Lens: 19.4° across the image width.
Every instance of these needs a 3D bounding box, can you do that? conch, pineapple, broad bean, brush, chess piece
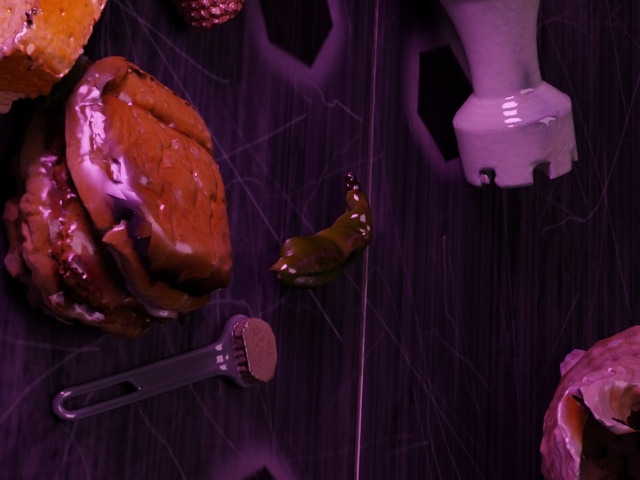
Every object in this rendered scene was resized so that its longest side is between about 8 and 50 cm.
[{"bbox_3d":[0.318,0.211,1.971,0.324,0.186,0.263,16,85,-40],"label":"conch"},{"bbox_3d":[-0.112,-0.234,1.542,0.124,0.058,0.058,61,38,-20],"label":"pineapple"},{"bbox_3d":[0.005,0.005,1.662,0.061,0.046,0.195,57,34,-13],"label":"broad bean"},{"bbox_3d":[-0.115,0.105,1.473,0.266,0.027,0.062,-14,94,-56],"label":"brush"},{"bbox_3d":[0.177,-0.208,1.869,0.194,0.194,0.299,-40,125,-53],"label":"chess piece"}]

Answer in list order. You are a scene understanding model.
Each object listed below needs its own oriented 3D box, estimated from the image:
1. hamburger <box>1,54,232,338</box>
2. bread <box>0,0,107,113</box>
[{"bbox_3d":[-0.135,-0.033,1.390,0.183,0.130,0.206,34,53,-51],"label":"hamburger"},{"bbox_3d":[-0.213,-0.158,1.324,0.065,0.103,0.187,56,36,-36],"label":"bread"}]
